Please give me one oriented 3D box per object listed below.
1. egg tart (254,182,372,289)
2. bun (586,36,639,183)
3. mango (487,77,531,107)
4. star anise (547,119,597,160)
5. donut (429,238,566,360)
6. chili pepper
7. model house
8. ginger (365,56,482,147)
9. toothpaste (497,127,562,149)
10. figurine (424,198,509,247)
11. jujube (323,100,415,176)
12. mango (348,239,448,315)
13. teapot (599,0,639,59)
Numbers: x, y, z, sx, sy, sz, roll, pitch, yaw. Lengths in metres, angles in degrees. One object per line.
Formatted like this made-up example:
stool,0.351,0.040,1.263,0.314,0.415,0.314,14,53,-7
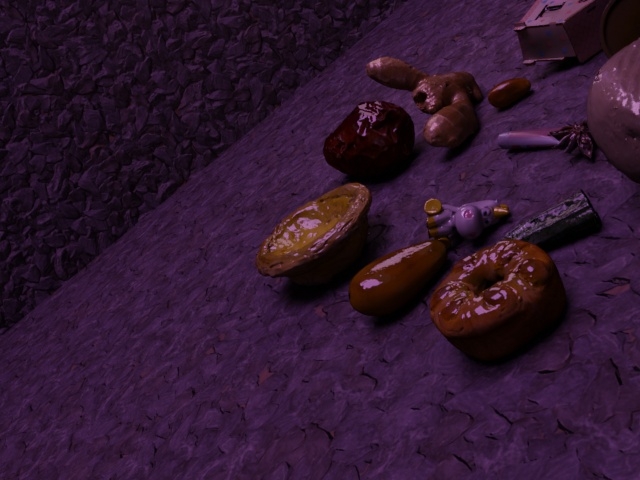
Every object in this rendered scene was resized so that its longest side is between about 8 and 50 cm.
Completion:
egg tart,0.000,0.000,1.976,0.345,0.132,0.345,-31,22,14
bun,0.620,-0.208,1.296,0.361,0.235,0.326,-15,33,13
mango,0.487,-0.384,2.093,0.114,0.060,0.080,-26,10,33
star anise,0.532,-0.200,1.651,0.124,0.056,0.129,-15,36,7
donut,0.290,0.095,1.341,0.226,0.114,0.227,-33,21,15
chili pepper,0.392,-0.006,1.469,0.226,0.059,0.088,-31,26,21
model house,0.680,-0.581,2.077,0.244,0.169,0.326,3,46,50
ginger,0.347,-0.383,2.191,0.348,0.122,0.363,-11,41,-33
toothpaste,0.485,-0.228,1.809,0.067,0.043,0.194,-46,28,-27
figurine,0.299,-0.048,1.661,0.178,0.109,0.129,-12,5,41
jujube,0.124,-0.276,2.287,0.216,0.216,0.342,-45,16,-18
mango,0.156,0.072,1.633,0.227,0.099,0.136,-33,18,-13
teapot,0.725,-0.447,1.712,0.175,0.186,0.267,-17,40,-36
